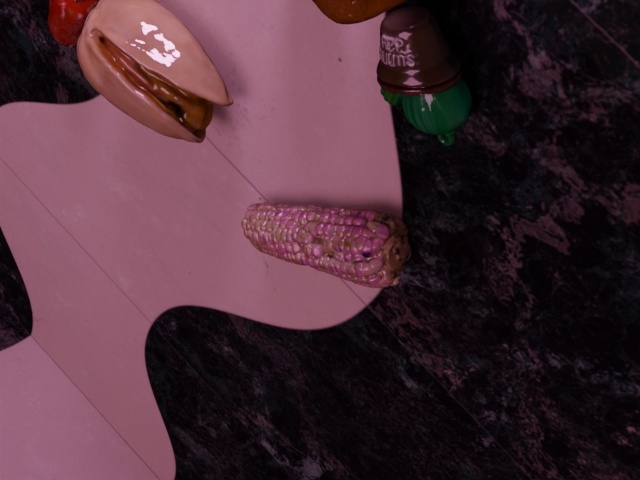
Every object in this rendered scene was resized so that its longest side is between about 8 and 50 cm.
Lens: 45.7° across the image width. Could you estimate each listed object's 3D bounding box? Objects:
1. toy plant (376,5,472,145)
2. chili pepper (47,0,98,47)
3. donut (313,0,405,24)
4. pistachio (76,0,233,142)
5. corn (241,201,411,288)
[{"bbox_3d":[0.134,-0.214,1.033,0.143,0.105,0.200,22,144,40],"label":"toy plant"},{"bbox_3d":[-0.460,-0.444,1.413,0.086,0.084,0.192,35,144,-6],"label":"chili pepper"},{"bbox_3d":[0.073,-0.350,0.896,0.226,0.226,0.114,-3,127,43],"label":"donut"},{"bbox_3d":[-0.289,-0.298,1.312,0.299,0.187,0.187,42,139,0],"label":"pistachio"},{"bbox_3d":[0.000,-0.003,1.293,0.335,0.126,0.126,9,125,38],"label":"corn"}]
